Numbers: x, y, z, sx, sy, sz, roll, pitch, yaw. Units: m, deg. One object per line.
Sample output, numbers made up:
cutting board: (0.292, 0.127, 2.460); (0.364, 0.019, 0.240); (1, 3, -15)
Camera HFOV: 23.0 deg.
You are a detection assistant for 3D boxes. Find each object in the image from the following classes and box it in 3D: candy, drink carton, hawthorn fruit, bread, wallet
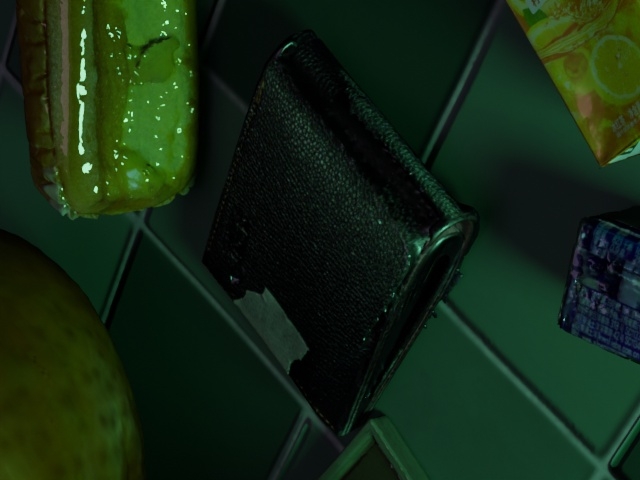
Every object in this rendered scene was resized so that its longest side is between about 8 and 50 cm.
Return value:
candy: (0.288, 0.070, 0.964); (0.312, 0.061, 0.088); (27, 118, 38)
drink carton: (0.175, -0.168, 1.013); (0.096, 0.071, 0.222); (-41, 70, 45)
hawthorn fruit: (-0.357, 0.223, 1.434); (0.472, 0.472, 0.471); (14, 110, 43)
bread: (-0.184, -0.167, 1.331); (0.119, 0.153, 0.288); (14, 109, 50)
wallet: (0.000, 0.000, 1.246); (0.221, 0.071, 0.262); (49, 137, 25)

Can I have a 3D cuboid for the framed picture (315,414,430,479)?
framed picture: (0.034, 0.327, 1.325); (0.240, 0.020, 0.324); (55, 133, 21)
